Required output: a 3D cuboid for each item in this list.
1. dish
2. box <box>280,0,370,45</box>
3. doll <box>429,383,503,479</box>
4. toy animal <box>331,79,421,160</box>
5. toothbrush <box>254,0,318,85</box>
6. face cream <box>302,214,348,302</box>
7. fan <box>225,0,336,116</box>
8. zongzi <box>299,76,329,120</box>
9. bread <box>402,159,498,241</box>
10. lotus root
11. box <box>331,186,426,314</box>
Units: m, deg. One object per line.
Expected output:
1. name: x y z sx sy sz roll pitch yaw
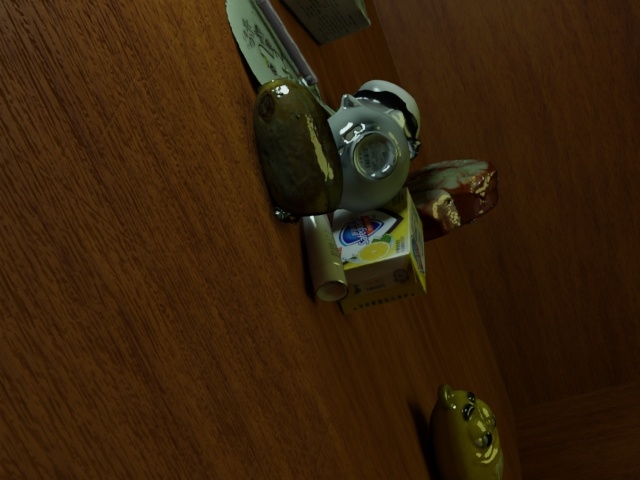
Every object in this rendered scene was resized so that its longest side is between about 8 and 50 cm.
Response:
1. dish: 0.078 -0.160 1.521 0.086 0.228 0.236 4 -105 72
2. box: -0.007 -0.604 1.865 0.333 0.145 0.173 20 52 -71
3. doll: 0.349 0.548 1.864 0.423 0.161 0.348 45 45 -52
4. toy animal: 0.128 -0.265 1.888 0.267 0.213 0.212 -72 143 -72
5. toothbrush: -0.104 -0.425 1.454 0.354 0.024 0.029 55 32 -27
6. face cream: 0.000 0.000 1.394 0.092 0.058 0.243 50 20 -45
7. fan: -0.053 -0.306 1.506 0.415 0.012 0.233 38 37 -48
8. zongzi: -0.010 -0.274 1.643 0.113 0.052 0.104 26 52 -61
9. bread: 0.285 -0.106 2.039 0.295 0.328 0.114 12 -54 59
10. lotus root: -0.036 -0.147 1.290 0.124 0.123 0.241 13 62 -83
11. box: 0.109 0.015 1.552 0.265 0.168 0.097 -78 150 -58
